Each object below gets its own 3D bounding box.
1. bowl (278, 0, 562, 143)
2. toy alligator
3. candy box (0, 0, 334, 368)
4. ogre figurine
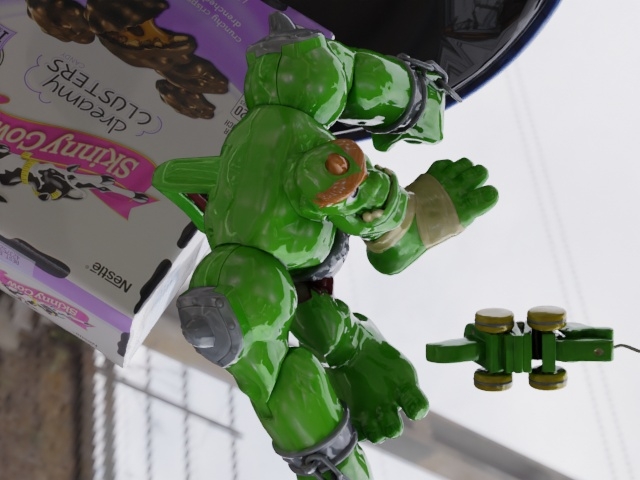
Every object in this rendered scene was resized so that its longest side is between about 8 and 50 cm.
[{"bbox_3d":[-0.018,-0.218,0.935,0.391,0.391,0.077,-43,-150,27],"label":"bowl"},{"bbox_3d":[0.169,0.074,1.129,0.051,0.189,0.056,-91,179,-76],"label":"toy alligator"},{"bbox_3d":[-0.113,-0.062,0.799,0.196,0.164,0.070,-57,176,-27],"label":"candy box"},{"bbox_3d":[0.000,0.000,0.616,0.097,0.118,0.197,18,-103,45],"label":"ogre figurine"}]
